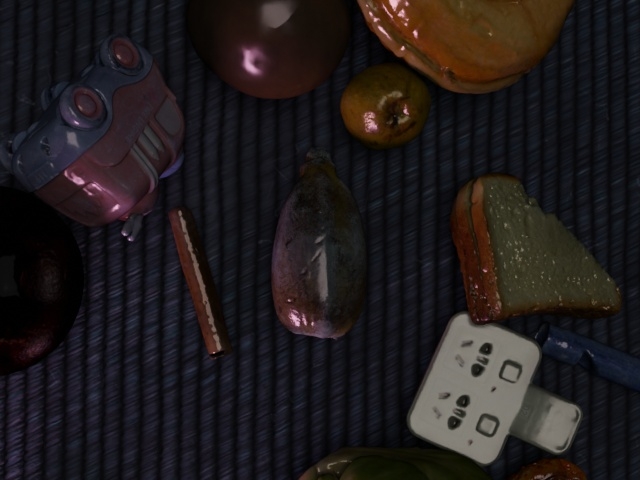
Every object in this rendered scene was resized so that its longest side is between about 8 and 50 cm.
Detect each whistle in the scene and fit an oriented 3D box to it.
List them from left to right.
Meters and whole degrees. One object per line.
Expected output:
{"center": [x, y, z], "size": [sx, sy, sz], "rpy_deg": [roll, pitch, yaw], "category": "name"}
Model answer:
{"center": [0.519, 0.219, 1.741], "size": [0.304, 0.062, 0.062], "rpy_deg": [22, 85, -6], "category": "whistle"}

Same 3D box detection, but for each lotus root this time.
{"center": [0.000, 0.000, 1.644], "size": [0.158, 0.140, 0.322], "rpy_deg": [1, 85, -7], "category": "lotus root"}

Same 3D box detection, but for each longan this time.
{"center": [-0.080, -0.352, 1.601], "size": [0.258, 0.258, 0.258], "rpy_deg": [0, 88, -7], "category": "longan"}

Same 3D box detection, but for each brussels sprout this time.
{"center": [0.122, 0.467, 1.571], "size": [0.355, 0.281, 0.289], "rpy_deg": [30, 115, 17], "category": "brussels sprout"}

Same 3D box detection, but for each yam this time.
{"center": [-0.199, 0.068, 1.661], "size": [0.046, 0.046, 0.264], "rpy_deg": [-16, 90, -8], "category": "yam"}

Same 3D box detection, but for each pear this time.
{"center": [0.108, -0.221, 1.659], "size": [0.149, 0.162, 0.148], "rpy_deg": [-1, 99, -8], "category": "pear"}

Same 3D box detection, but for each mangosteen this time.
{"center": [-0.498, 0.055, 1.488], "size": [0.297, 0.313, 0.297], "rpy_deg": [1, 76, -4], "category": "mangosteen"}

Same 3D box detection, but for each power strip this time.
{"center": [0.300, 0.269, 1.694], "size": [0.261, 0.141, 0.229], "rpy_deg": [24, 84, 8], "category": "power strip"}

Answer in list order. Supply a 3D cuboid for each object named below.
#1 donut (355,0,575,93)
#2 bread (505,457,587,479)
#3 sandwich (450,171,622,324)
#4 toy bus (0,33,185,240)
{"center": [0.236, -0.460, 1.627], "size": [0.449, 0.198, 0.449], "rpy_deg": [-2, 95, -26], "category": "donut"}
{"center": [0.343, 0.480, 1.700], "size": [0.139, 0.095, 0.269], "rpy_deg": [36, 98, -3], "category": "bread"}
{"center": [0.361, 0.015, 1.689], "size": [0.288, 0.099, 0.254], "rpy_deg": [3, 69, -27], "category": "sandwich"}
{"center": [-0.326, -0.153, 1.551], "size": [0.232, 0.197, 0.294], "rpy_deg": [45, 40, -22], "category": "toy bus"}
